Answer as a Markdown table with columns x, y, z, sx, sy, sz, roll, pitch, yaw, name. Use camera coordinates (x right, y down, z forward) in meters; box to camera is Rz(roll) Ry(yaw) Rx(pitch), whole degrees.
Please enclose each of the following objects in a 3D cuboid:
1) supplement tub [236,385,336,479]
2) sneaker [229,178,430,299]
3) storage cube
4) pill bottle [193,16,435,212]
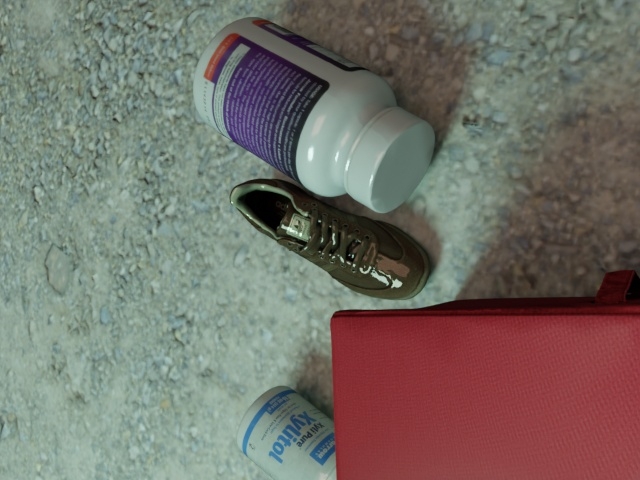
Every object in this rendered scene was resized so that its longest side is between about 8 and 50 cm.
| x | y | z | sx | sy | sz | roll | pitch | yaw | name |
| --- | --- | --- | --- | --- | --- | --- | --- | --- | --- |
| -0.012 | 0.179 | 0.637 | 0.107 | 0.071 | 0.071 | 30 | 104 | 30 | supplement tub |
| 0.000 | 0.000 | 0.635 | 0.188 | 0.071 | 0.066 | 26 | 102 | 32 | sneaker |
| 0.136 | 0.129 | 0.475 | 0.193 | 0.184 | 0.214 | -5 | 86 | 34 | storage cube |
| -0.005 | -0.102 | 0.621 | 0.194 | 0.108 | 0.108 | 34 | 106 | 30 | pill bottle |
